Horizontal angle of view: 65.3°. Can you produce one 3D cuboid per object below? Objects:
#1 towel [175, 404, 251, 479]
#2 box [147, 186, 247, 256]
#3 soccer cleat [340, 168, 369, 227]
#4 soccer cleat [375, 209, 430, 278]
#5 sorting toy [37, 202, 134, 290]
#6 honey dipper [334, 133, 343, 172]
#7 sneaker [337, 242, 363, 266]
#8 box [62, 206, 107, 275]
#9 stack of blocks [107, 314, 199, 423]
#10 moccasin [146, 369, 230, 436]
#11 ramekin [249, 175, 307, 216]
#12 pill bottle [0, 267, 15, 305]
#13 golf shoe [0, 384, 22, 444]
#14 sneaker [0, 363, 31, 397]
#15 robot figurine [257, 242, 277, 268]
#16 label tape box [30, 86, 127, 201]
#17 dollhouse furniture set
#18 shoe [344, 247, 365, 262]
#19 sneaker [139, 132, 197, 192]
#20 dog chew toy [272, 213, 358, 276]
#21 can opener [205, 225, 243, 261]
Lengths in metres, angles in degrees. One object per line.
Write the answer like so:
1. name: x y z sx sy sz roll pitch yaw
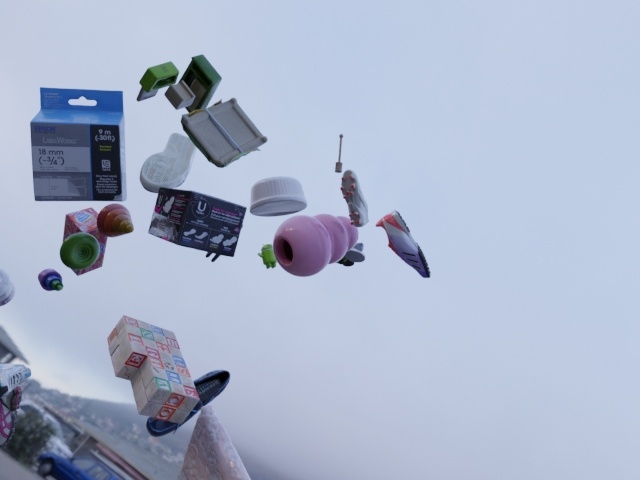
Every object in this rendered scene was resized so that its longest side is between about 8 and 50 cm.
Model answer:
1. towel: -0.281 0.663 1.307 0.332 0.053 0.317 42 -62 43
2. box: -0.333 -0.055 1.338 0.163 0.142 0.247 15 -1 -36
3. soccer cleat: 0.116 -0.141 1.659 0.068 0.076 0.196 -4 -78 40
4. soccer cleat: 0.350 0.031 2.087 0.318 0.116 0.108 60 8 4
5. sorting toy: -0.736 0.033 1.618 0.126 0.365 0.127 20 -32 39
6. honey dipper: 0.077 -0.345 1.963 0.030 0.160 0.030 5 -12 1
7. sneaker: 0.086 0.045 2.354 0.300 0.121 0.111 14 -49 48
8. box: -0.980 0.005 2.077 0.128 0.122 0.257 40 -52 17
9. stack of blocks: -0.456 0.341 1.344 0.171 0.087 0.297 32 8 -39
10. moccasin: -0.475 0.562 1.804 0.138 0.342 0.117 48 -41 5
11. ramekin: -0.200 -0.202 2.305 0.273 0.273 0.127 -24 -109 55
12. pill bottle: -1.002 0.136 1.519 0.108 0.108 0.193 42 -28 -6
13. golf shoe: -0.886 0.483 1.384 0.086 0.186 0.067 9 14 -32
14. sneaker: -0.783 0.345 1.271 0.191 0.083 0.071 6 -83 60
15. robot figurine: -0.229 0.067 2.230 0.067 0.101 0.115 -37 -119 60
16. label tape box: -0.705 -0.282 1.464 0.106 0.240 0.333 -150 -120 -76
17. dollhouse furniture set: -0.311 -0.303 1.300 0.301 0.197 0.151 51 -44 -2
18. shoe: 0.111 0.031 2.140 0.178 0.081 0.063 19 -50 -10
19. sneaker: -0.488 -0.213 1.609 0.131 0.350 0.148 23 -58 -7
20. dog chew toy: 0.000 0.000 1.702 0.206 0.332 0.206 17 -65 42
21. can opener: -0.337 0.000 1.766 0.059 0.186 0.073 32 -26 -7
